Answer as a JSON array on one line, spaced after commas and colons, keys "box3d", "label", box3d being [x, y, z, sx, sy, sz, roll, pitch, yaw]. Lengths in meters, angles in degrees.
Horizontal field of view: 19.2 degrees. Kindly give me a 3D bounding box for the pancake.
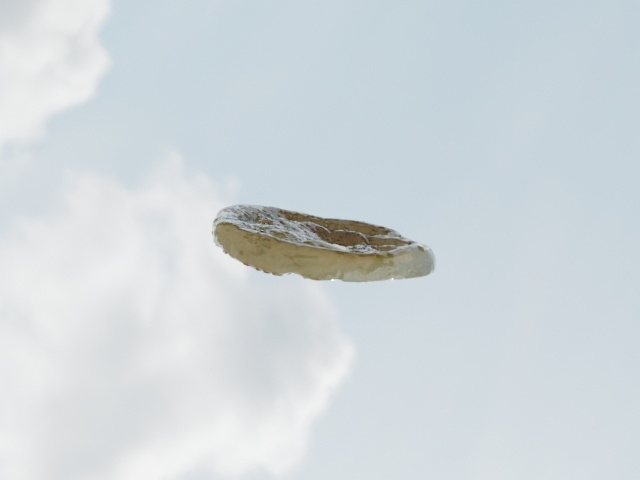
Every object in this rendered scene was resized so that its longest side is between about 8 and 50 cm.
[{"box3d": [0.000, 0.001, 1.192, 0.151, 0.151, 0.025, 20, -73, 51], "label": "pancake"}]
